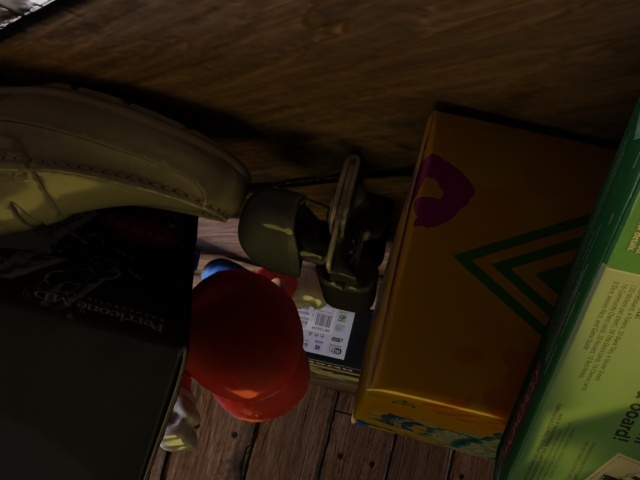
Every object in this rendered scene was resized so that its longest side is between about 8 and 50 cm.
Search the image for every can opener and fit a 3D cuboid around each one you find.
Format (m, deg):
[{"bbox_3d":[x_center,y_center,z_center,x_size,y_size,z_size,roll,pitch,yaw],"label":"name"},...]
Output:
[{"bbox_3d":[0.000,0.000,0.787,0.095,0.076,0.283,12,171,4],"label":"can opener"}]

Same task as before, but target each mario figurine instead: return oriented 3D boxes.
[{"bbox_3d":[-0.078,0.114,1.079,0.170,0.198,0.320,15,-178,-14],"label":"mario figurine"}]

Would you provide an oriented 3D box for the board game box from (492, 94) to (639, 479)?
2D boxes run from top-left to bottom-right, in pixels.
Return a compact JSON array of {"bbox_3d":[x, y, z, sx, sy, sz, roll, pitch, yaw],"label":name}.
[{"bbox_3d":[0.200,0.037,0.394,0.214,0.046,0.317,13,137,4],"label":"board game box"}]

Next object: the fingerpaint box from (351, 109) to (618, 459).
[{"bbox_3d":[0.217,0.091,0.738,0.371,0.163,0.445,13,169,3],"label":"fingerpaint box"}]

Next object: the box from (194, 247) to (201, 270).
[{"bbox_3d":[-0.228,-0.004,1.181,0.116,0.029,0.162,4,164,45],"label":"box"}]

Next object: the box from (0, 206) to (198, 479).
[{"bbox_3d":[-0.283,0.054,0.843,0.343,0.178,0.312,16,-162,-11],"label":"box"}]

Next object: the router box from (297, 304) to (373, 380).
[{"bbox_3d":[0.112,0.160,1.434,0.309,0.081,0.243,12,169,13],"label":"router box"}]

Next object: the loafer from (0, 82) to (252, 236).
[{"bbox_3d":[-0.204,-0.048,0.709,0.320,0.111,0.112,11,169,14],"label":"loafer"}]
